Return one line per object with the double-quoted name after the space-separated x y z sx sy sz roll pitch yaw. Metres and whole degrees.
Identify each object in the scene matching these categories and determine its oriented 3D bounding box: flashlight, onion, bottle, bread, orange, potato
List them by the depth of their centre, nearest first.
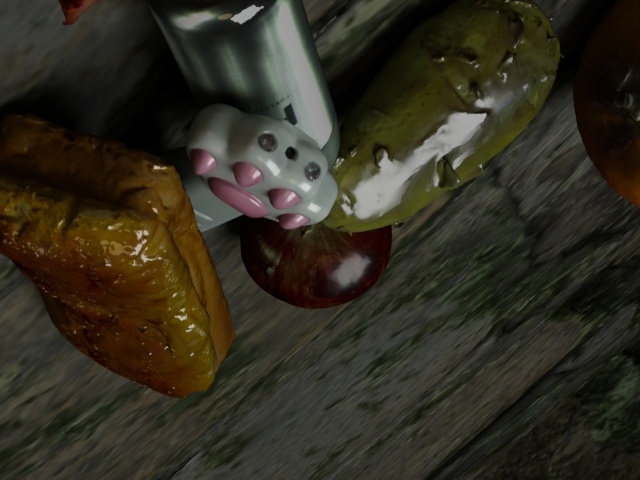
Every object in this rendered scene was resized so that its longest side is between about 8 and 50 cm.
-0.045 -0.097 0.790 0.096 0.079 0.253 -1 160 9 "bottle"
-0.064 -0.033 0.798 0.200 0.093 0.047 -11 -130 61 "flashlight"
-0.135 0.019 0.824 0.271 0.139 0.077 84 26 -66 "bread"
0.081 -0.089 0.954 0.225 0.090 0.117 -42 120 -9 "potato"
0.000 0.000 1.015 0.117 0.118 0.118 -43 159 -1 "onion"
0.317 -0.121 1.128 0.170 0.224 0.224 -16 150 -35 "orange"

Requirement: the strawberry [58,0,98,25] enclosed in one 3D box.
-0.069 -0.173 0.584 0.187 0.082 0.146 -44 -177 25 "strawberry"
